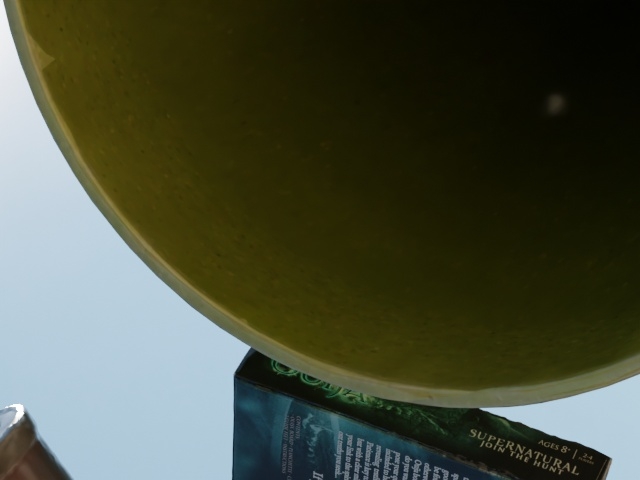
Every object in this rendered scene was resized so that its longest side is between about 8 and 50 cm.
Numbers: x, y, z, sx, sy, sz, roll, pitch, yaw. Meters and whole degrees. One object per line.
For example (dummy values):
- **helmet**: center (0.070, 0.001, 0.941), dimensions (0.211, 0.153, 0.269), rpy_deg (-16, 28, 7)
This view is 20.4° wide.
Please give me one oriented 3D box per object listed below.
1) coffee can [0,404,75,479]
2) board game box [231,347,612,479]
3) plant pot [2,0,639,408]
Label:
- **coffee can**: center (-0.157, 0.255, 0.941), dimensions (0.275, 0.201, 0.201), rpy_deg (54, -147, -9)
- **board game box**: center (0.028, 0.123, 0.638), dimensions (0.186, 0.126, 0.026), rpy_deg (94, -159, -44)
- **plant pot**: center (0.084, -0.124, 0.612), dimensions (0.293, 0.275, 0.274), rpy_deg (-34, -72, -58)
